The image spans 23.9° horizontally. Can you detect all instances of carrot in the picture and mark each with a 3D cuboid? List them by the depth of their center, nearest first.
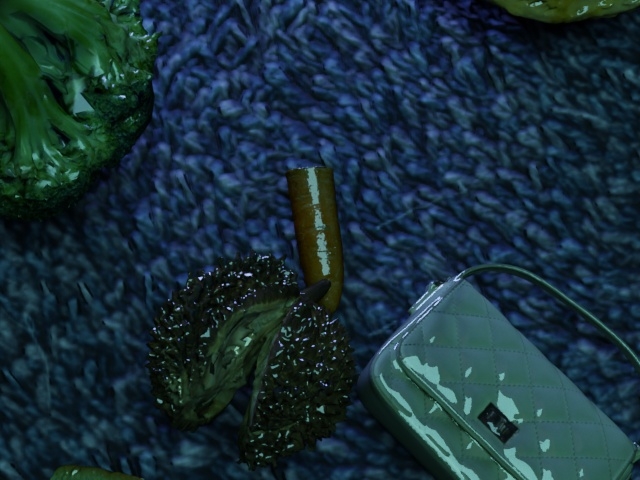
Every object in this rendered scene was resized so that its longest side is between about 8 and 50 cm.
[{"bbox_3d":[0.000,0.000,1.387,0.048,0.048,0.139,-7,77,-9],"label":"carrot"}]

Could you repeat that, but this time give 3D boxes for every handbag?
[{"bbox_3d":[0.180,0.137,1.357,0.256,0.079,0.219,45,70,5],"label":"handbag"}]

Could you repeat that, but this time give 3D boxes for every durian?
[{"bbox_3d":[-0.050,0.094,1.299,0.196,0.167,0.196,10,61,-18],"label":"durian"}]

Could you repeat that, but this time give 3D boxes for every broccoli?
[{"bbox_3d":[-0.272,-0.154,1.302,0.265,0.245,0.294,-28,54,-2],"label":"broccoli"}]

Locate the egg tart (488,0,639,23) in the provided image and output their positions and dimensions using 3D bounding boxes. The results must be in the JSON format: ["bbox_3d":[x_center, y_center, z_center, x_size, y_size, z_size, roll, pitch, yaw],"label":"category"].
[{"bbox_3d":[0.220,-0.353,1.475,0.341,0.129,0.341,2,75,-8],"label":"egg tart"}]

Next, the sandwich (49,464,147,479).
[{"bbox_3d":[-0.140,0.283,1.307,0.187,0.144,0.117,35,69,-34],"label":"sandwich"}]
